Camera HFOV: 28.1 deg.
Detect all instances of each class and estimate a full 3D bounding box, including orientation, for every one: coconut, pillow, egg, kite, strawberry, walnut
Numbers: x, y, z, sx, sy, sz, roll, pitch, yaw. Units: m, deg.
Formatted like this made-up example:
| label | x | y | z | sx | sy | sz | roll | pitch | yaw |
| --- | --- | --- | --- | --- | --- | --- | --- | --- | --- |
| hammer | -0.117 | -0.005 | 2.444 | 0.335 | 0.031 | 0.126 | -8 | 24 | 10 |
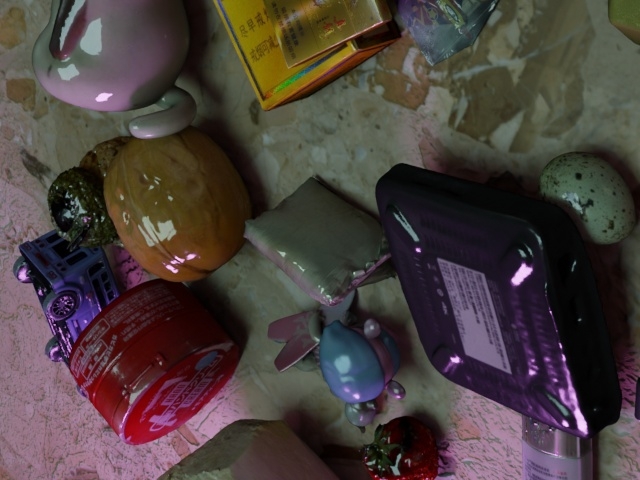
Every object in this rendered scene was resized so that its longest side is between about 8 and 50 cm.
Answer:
| label | x | y | z | sx | sy | sz | roll | pitch | yaw |
| --- | --- | --- | --- | --- | --- | --- | --- | --- | --- |
| coconut | -0.075 | 0.430 | 1.773 | 0.309 | 0.297 | 0.297 | 44 | 136 | 29 |
| pillow | 0.000 | 0.000 | 1.600 | 0.181 | 0.134 | 0.077 | 38 | 145 | 30 |
| egg | 0.274 | -0.042 | 1.308 | 0.110 | 0.085 | 0.085 | 38 | 134 | 13 |
| kite | 0.100 | -0.317 | 1.420 | 0.245 | 0.015 | 0.141 | 57 | 137 | 9 |
| strawberry | 0.111 | 0.279 | 1.646 | 0.106 | 0.106 | 0.106 | 24 | 125 | 39 |
| walnut | -0.197 | -0.052 | 1.753 | 0.225 | 0.193 | 0.193 | 54 | 139 | 19 |

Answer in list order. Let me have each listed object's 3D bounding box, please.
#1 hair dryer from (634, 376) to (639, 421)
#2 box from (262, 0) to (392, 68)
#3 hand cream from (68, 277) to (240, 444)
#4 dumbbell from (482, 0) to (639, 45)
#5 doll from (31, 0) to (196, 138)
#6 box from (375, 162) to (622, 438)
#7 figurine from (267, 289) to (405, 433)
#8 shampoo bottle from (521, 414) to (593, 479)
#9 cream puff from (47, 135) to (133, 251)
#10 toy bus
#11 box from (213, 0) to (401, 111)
| label | x | y | z | sx | sy | sz | roll | pitch | yaw |
| --- | --- | --- | --- | --- | --- | --- | --- | --- | --- |
| hair dryer | 0.373 | 0.177 | 1.353 | 0.083 | 0.026 | 0.047 | 17 | 121 | 38 |
| box | 0.005 | -0.257 | 1.420 | 0.156 | 0.022 | 0.089 | -17 | 96 | 45 |
| hand cream | -0.246 | 0.176 | 1.882 | 0.149 | 0.230 | 0.230 | 45 | 136 | 20 |
| dumbbell | 0.234 | -0.267 | 1.223 | 0.302 | 0.121 | 0.108 | 26 | 155 | 38 |
| doll | -0.277 | -0.336 | 1.676 | 0.226 | 0.215 | 0.370 | 7 | 118 | 22 |
| box | 0.189 | 0.065 | 1.409 | 0.289 | 0.073 | 0.290 | 21 | 137 | 50 |
| figurine | 0.014 | 0.172 | 1.687 | 0.260 | 0.103 | 0.205 | 2 | 108 | 58 |
| shampoo bottle | 0.277 | 0.300 | 1.493 | 0.086 | 0.056 | 0.227 | 15 | 119 | 42 |
| cream puff | -0.321 | -0.051 | 1.894 | 0.183 | 0.169 | 0.183 | 22 | 122 | 39 |
| toy bus | -0.380 | 0.116 | 2.036 | 0.125 | 0.133 | 0.292 | 41 | 153 | 38 |
| box | -0.050 | -0.330 | 1.522 | 0.193 | 0.084 | 0.301 | -26 | 88 | 48 |
